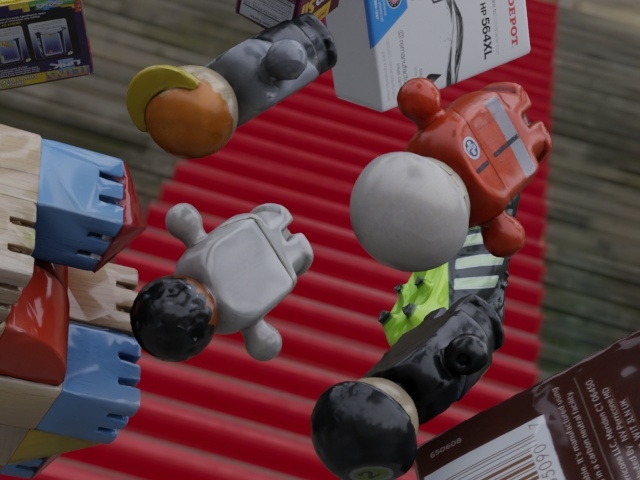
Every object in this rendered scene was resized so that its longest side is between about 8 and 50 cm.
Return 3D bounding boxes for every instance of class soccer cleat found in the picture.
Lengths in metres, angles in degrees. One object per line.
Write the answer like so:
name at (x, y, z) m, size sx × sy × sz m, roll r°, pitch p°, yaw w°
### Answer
soccer cleat at (0.101, 0.014, 1.001) m, size 0.072 × 0.179 × 0.060 m, roll 41°, pitch -28°, yaw -21°

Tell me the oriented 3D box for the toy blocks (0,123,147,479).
toy blocks at (-0.226, 0.057, 0.870) m, size 0.261 × 0.190 × 0.381 m, roll 15°, pitch -42°, yaw -24°

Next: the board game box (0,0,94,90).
board game box at (-0.335, -0.222, 1.583) m, size 0.170 × 0.048 × 0.141 m, roll -11°, pitch -29°, yaw -8°

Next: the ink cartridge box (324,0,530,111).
ink cartridge box at (0.108, -0.236, 1.507) m, size 0.203 × 0.148 × 0.086 m, roll -24°, pitch 29°, yaw -28°

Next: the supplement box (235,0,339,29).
supplement box at (-0.013, -0.166, 0.858) m, size 0.043 × 0.083 × 0.055 m, roll 30°, pitch 47°, yaw 16°

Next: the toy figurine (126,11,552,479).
toy figurine at (0.000, 0.000, 0.790) m, size 0.210 × 0.213 × 0.148 m, roll 25°, pitch 37°, yaw 21°

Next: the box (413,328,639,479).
box at (0.178, 0.189, 0.801) m, size 0.203 × 0.167 × 0.168 m, roll 52°, pitch 15°, yaw -32°
